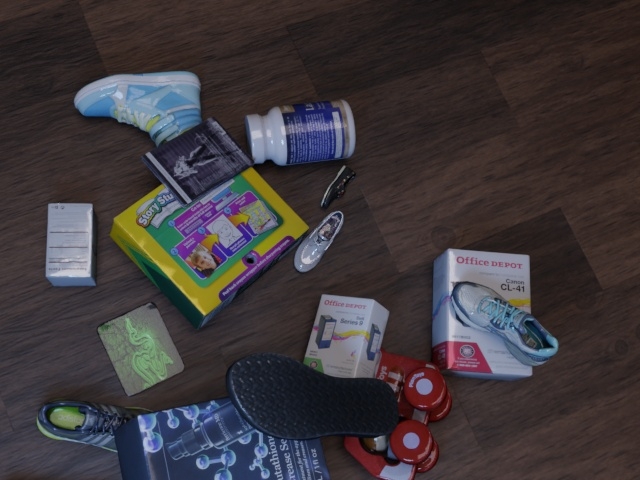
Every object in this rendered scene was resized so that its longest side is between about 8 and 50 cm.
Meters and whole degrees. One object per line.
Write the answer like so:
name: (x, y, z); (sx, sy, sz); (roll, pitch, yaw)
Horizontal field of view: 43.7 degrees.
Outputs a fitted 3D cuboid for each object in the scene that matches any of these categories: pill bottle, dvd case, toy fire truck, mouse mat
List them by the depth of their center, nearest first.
toy fire truck: (0.165, 0.411, 1.897); (0.254, 0.169, 0.302); (12, 71, 19)
mouse mat: (-0.429, 0.257, 1.907); (0.152, 0.007, 0.190); (-25, 81, -15)
dvd case: (-0.293, -0.192, 1.928); (0.221, 0.018, 0.164); (-36, 78, -30)
pill bottle: (-0.054, -0.271, 2.039); (0.264, 0.153, 0.153); (-8, 76, -12)

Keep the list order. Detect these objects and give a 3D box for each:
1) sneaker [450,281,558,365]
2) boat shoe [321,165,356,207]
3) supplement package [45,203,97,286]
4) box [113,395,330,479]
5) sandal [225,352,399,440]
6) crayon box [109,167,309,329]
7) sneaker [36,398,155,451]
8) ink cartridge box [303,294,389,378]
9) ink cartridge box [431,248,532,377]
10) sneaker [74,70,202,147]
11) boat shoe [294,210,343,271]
sneaker: (0.440, 0.180, 1.873); (0.283, 0.122, 0.110); (34, 72, 1)
boat shoe: (0.046, -0.135, 2.071); (0.042, 0.049, 0.133); (31, 67, 9)
supplement package: (-0.589, 0.012, 1.897); (0.105, 0.105, 0.179); (0, 75, -10)
box: (-0.204, 0.493, 1.710); (0.395, 0.212, 0.293); (-6, 73, -30)
sandal: (-0.024, 0.351, 1.693); (0.445, 0.107, 0.168); (20, 59, -35)
crayon box: (-0.263, -0.022, 1.927); (0.313, 0.106, 0.363); (46, 60, 6)
sneaker: (-0.492, 0.416, 1.790); (0.300, 0.121, 0.111); (7, 74, -7)
ink cartridge box: (0.059, 0.245, 1.909); (0.154, 0.093, 0.212); (4, 67, 34)
ink cartridge box: (0.402, 0.187, 1.998); (0.226, 0.131, 0.306); (5, 75, -8)
sneaker: (-0.444, -0.304, 2.000); (0.319, 0.127, 0.208); (-10, 75, -11)
boat shoe: (0.000, 0.000, 2.018); (0.066, 0.063, 0.184); (42, 72, 4)
